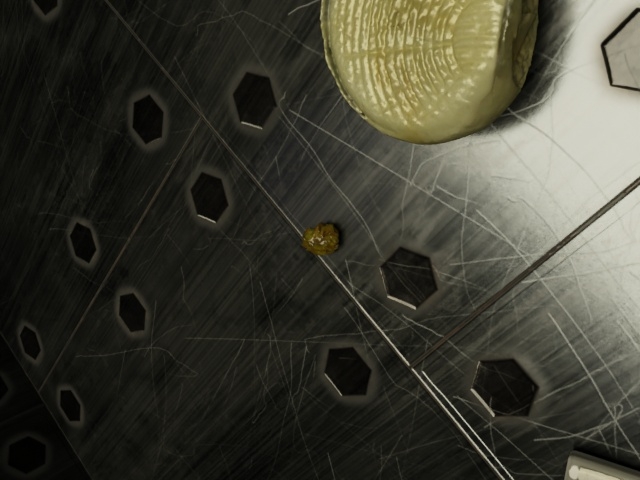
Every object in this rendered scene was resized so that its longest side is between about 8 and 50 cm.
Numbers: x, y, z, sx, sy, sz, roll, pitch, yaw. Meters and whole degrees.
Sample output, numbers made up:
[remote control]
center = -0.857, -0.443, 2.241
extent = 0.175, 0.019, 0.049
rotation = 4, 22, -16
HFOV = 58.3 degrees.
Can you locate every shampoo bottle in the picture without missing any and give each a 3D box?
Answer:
[shampoo bottle]
center = 0.534, 0.432, 0.964
extent = 0.227, 0.056, 0.086
rotation = 12, 109, 31

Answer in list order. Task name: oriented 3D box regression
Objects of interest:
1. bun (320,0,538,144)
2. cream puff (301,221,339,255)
[bun]
center = 0.187, -0.345, 0.923
extent = 0.364, 0.202, 0.365
rotation = 15, 115, 35
[cream puff]
center = 0.000, 0.000, 1.218
extent = 0.083, 0.058, 0.083
rotation = 20, 114, 27
